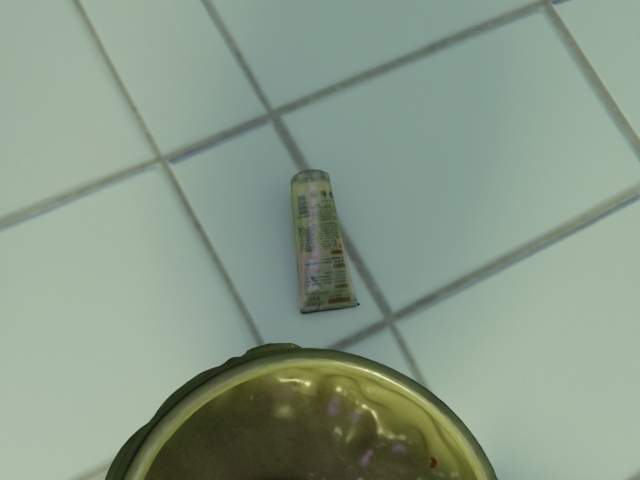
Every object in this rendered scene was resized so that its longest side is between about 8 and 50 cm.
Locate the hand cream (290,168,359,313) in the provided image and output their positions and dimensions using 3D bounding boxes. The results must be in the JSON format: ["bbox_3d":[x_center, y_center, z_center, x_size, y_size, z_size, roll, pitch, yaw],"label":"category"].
[{"bbox_3d":[0.000,0.000,0.936,0.061,0.039,0.143,-4,80,-20],"label":"hand cream"}]

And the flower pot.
[{"bbox_3d":[-0.026,0.241,0.726,0.308,0.244,0.307,5,68,-12],"label":"flower pot"}]
